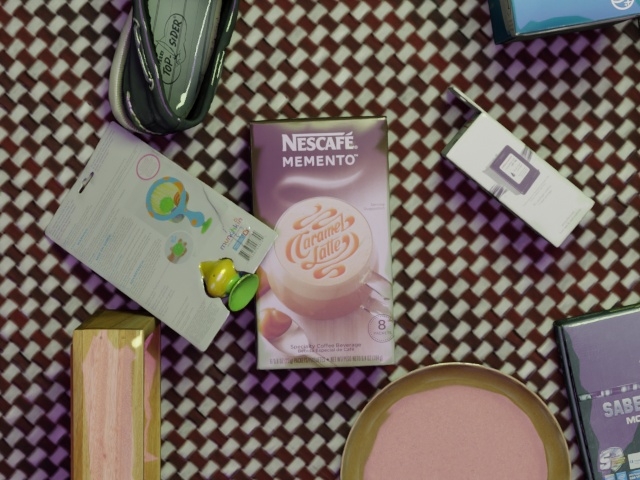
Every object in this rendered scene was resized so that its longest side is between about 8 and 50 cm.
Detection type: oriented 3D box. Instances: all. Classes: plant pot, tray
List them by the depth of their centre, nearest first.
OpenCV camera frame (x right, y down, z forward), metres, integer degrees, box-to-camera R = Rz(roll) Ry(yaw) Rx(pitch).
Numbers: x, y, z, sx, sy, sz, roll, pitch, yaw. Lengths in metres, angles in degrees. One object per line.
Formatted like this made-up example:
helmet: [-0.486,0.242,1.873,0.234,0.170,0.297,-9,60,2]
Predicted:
tray: [-0.200,0.281,1.901,0.076,0.203,0.410,0,93,0]
plant pot: [0.138,0.241,1.988,0.236,0.032,0.236,0,93,0]

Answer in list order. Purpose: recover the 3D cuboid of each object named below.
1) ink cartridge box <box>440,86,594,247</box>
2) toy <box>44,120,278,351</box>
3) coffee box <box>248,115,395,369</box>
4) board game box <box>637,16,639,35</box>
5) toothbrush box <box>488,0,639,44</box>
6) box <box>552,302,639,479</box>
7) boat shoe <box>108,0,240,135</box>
ink cartridge box: [0.180,-0.074,1.933,0.180,0.104,0.060,39,93,-2]
toy: [-0.152,-0.002,1.936,0.237,0.056,0.137,34,94,32]
coffee box: [0.000,0.000,1.938,0.141,0.098,0.246,-3,94,-1]
board game box: [0.450,-0.135,1.913,0.232,0.141,0.291,-8,93,0]
toothbrush box: [0.212,-0.345,1.861,0.126,0.216,0.295,-9,94,0]
box: [0.367,0.148,1.970,0.233,0.059,0.183,-12,92,0]
boat shoe: [-0.127,-0.265,1.895,0.127,0.113,0.340,13,95,-30]
